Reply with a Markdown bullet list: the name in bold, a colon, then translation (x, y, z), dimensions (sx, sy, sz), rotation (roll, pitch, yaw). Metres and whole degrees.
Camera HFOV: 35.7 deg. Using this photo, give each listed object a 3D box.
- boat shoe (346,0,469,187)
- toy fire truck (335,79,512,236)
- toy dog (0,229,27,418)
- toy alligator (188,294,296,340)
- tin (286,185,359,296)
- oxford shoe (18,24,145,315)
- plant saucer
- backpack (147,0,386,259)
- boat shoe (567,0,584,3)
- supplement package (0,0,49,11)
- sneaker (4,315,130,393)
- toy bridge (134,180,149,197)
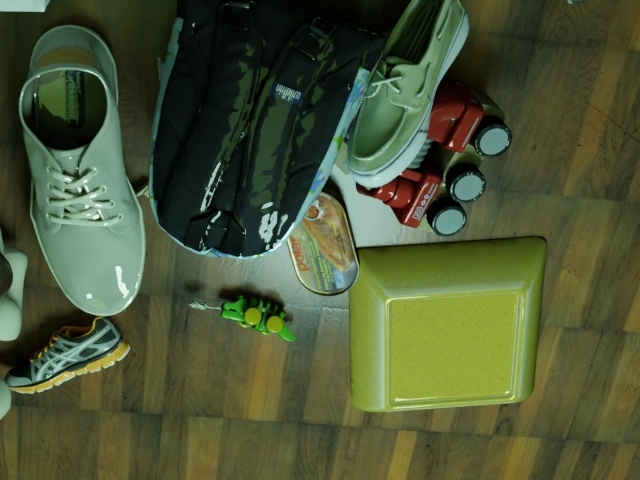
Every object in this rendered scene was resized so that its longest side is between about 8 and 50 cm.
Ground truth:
- **boat shoe**: translation (0.108, -0.220, 1.365), dimensions (0.094, 0.109, 0.302), rotation (43, 68, -55)
- **toy fire truck**: translation (0.117, -0.147, 1.468), dimensions (0.246, 0.158, 0.217), rotation (14, 118, -24)
- **toy dog**: translation (-0.582, 0.101, 1.398), dimensions (0.285, 0.395, 0.408), rotation (31, 119, 5)
- **toy alligator**: translation (-0.121, 0.114, 1.637), dimensions (0.190, 0.056, 0.051), rotation (22, 73, -15)
- **tin**: translation (0.000, 0.000, 1.574), dimensions (0.106, 0.040, 0.189), rotation (-10, 115, 9)
- **oxford shoe**: translation (-0.350, -0.081, 1.442), dimensions (0.169, 0.130, 0.449), rotation (-2, 115, -4)
- **plant saucer**: translation (0.217, 0.165, 1.677), dimensions (0.333, 0.081, 0.332), rotation (-4, 119, -3)
- **backpack**: translation (-0.100, -0.147, 1.381), dimensions (0.290, 0.273, 0.355), rotation (14, 91, -6)
- **boat shoe**: translation (0.356, -0.369, 1.391), dimensions (0.224, 0.080, 0.073), rotation (7, 124, -3)
- **supplement package**: translation (-0.416, -0.407, 1.189), dimensions (0.198, 0.262, 0.199), rotation (0, 120, -5)
- **sneaker**: translation (-0.425, 0.186, 1.638), dimensions (0.215, 0.084, 0.083), rotation (-22, 105, 3)
- **toy bridge**: translation (-0.326, -0.025, 1.551), dimensions (0.063, 0.026, 0.188), rotation (40, 109, -21)
